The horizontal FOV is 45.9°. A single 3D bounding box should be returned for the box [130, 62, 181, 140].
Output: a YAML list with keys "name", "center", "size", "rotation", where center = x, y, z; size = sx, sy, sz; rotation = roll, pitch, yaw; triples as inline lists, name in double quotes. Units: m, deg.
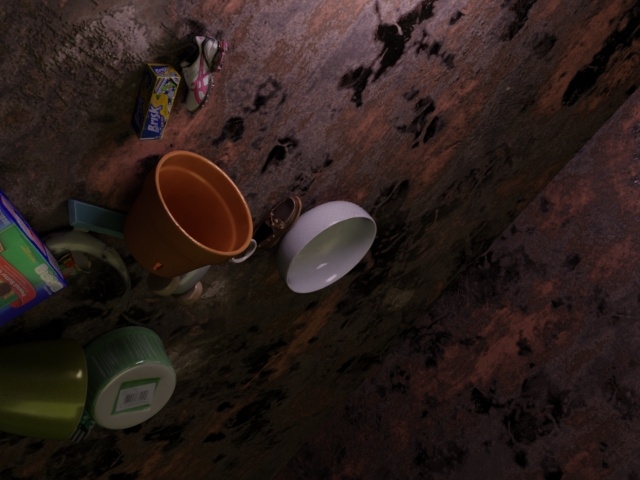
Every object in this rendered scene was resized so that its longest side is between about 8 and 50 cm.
- name: "box"
  center: [-0.361, -0.300, 1.643]
  size: [0.059, 0.054, 0.169]
  rotation: [-10, 140, -38]

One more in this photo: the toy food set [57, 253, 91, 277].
- name: "toy food set"
  center: [-0.626, 0.061, 1.902]
  size: [0.083, 0.020, 0.083]
  rotation: [-33, 150, -6]

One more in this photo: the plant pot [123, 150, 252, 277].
- name: "plant pot"
  center: [-0.339, -0.043, 1.829]
  size: [0.203, 0.291, 0.291]
  rotation: [-34, 154, 30]

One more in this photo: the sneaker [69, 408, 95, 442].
- name: "sneaker"
  center: [-0.731, 0.539, 2.431]
  size: [0.223, 0.083, 0.098]
  rotation: [-51, -172, 1]

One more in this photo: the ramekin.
- name: "ramekin"
  center: [-0.581, 0.420, 2.263]
  size: [0.303, 0.148, 0.303]
  rotation: [-25, 137, -25]

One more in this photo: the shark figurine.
- name: "shark figurine"
  center: [-0.547, 0.042, 1.853]
  size: [0.166, 0.278, 0.116]
  rotation: [-58, -163, -19]

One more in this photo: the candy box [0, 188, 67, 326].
- name: "candy box"
  center: [-0.761, 0.069, 1.618]
  size: [0.317, 0.122, 0.268]
  rotation: [-31, 133, -8]

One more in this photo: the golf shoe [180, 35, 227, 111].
- name: "golf shoe"
  center: [-0.269, -0.366, 1.650]
  size: [0.086, 0.067, 0.186]
  rotation: [14, 128, -20]

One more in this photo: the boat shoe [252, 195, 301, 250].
- name: "boat shoe"
  center: [-0.133, -0.047, 2.204]
  size: [0.073, 0.073, 0.207]
  rotation: [1, 133, -49]

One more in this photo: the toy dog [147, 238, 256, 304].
- name: "toy dog"
  center: [-0.347, 0.020, 2.049]
  size: [0.334, 0.161, 0.220]
  rotation: [-41, 150, -23]

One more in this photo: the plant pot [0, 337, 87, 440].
- name: "plant pot"
  center: [-0.802, 0.380, 1.958]
  size: [0.293, 0.274, 0.275]
  rotation: [12, 126, -40]

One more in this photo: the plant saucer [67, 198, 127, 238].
- name: "plant saucer"
  center: [-0.521, -0.049, 1.811]
  size: [0.018, 0.067, 0.192]
  rotation: [-24, 157, 28]

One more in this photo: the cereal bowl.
- name: "cereal bowl"
  center: [0.000, 0.000, 2.331]
  size: [0.339, 0.141, 0.339]
  rotation: [-29, 152, -17]
